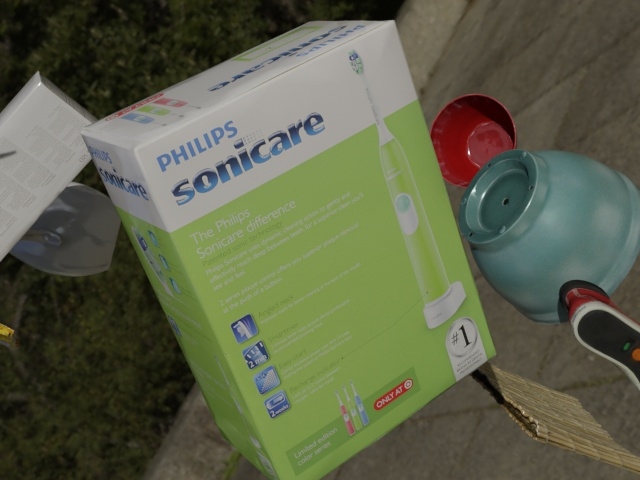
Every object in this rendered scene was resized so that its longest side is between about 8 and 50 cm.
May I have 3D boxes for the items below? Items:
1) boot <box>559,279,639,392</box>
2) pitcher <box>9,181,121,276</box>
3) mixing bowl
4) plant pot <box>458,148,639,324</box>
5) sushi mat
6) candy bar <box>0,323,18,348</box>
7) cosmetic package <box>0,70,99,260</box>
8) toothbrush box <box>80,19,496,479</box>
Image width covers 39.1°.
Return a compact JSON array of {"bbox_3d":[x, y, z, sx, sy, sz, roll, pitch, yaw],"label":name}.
[{"bbox_3d":[0.463,0.151,1.335,0.088,0.244,0.176,-51,4,14],"label":"boot"},{"bbox_3d":[-0.368,-0.017,1.164,0.178,0.207,0.125,-119,44,-71],"label":"pitcher"},{"bbox_3d":[0.315,-0.190,1.769,0.181,0.181,0.098,-53,-27,21],"label":"mixing bowl"},{"bbox_3d":[0.357,-0.034,1.500,0.293,0.196,0.293,-39,35,34],"label":"plant pot"},{"bbox_3d":[0.282,0.208,1.078,0.019,0.316,0.151,-54,46,9],"label":"sushi mat"},{"bbox_3d":[-0.556,0.168,1.592,0.161,0.040,0.018,134,158,-68],"label":"candy bar"},{"bbox_3d":[-0.351,-0.064,1.002,0.239,0.099,0.060,-47,29,4],"label":"cosmetic package"},{"bbox_3d":[-0.013,0.007,0.669,0.206,0.283,0.122,-31,26,-22],"label":"toothbrush box"}]
